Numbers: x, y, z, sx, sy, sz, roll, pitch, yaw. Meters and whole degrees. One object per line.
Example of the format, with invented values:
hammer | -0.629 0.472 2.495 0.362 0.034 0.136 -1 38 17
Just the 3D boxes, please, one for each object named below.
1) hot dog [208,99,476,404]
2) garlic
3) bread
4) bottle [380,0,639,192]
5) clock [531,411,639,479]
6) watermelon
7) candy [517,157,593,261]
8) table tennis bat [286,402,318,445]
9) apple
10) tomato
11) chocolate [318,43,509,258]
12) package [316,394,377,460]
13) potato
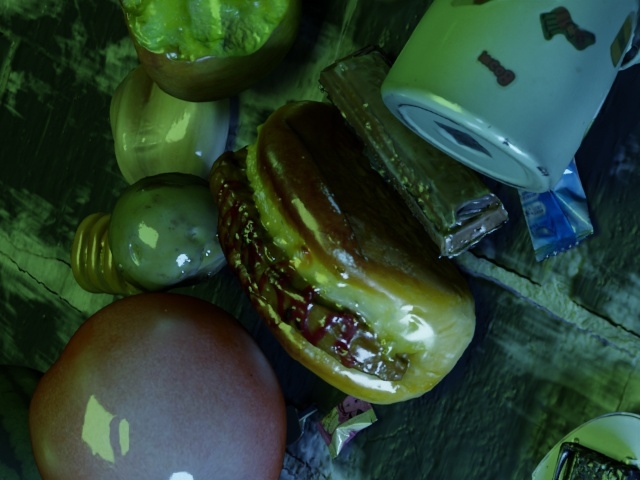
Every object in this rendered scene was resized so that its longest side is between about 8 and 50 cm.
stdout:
hot dog | -0.001 0.001 1.713 0.185 0.223 0.405 -50 52 24
garlic | -0.219 -0.159 2.047 0.217 0.110 0.228 -24 66 37
bread | -0.290 0.020 2.107 0.177 0.084 0.119 3 86 42
bottle | 0.236 -0.240 1.510 0.229 0.229 0.351 24 81 45
clock | 0.282 0.266 1.491 0.172 0.064 0.198 19 96 45
watermelon | -0.431 0.330 2.054 0.359 0.279 0.279 45 115 46
candy | 0.250 -0.052 1.595 0.088 0.038 0.136 -22 78 45
table tennis bat | -0.032 0.229 1.858 0.083 0.007 0.050 -40 56 36
apple | -0.143 -0.307 1.892 0.226 0.246 0.246 -21 60 -5
tomato | -0.195 0.236 1.797 0.321 0.321 0.321 -9 77 45
chocolate | 0.102 -0.118 1.708 0.102 0.065 0.329 -29 54 -6
package | 0.031 0.221 1.781 0.083 0.029 0.059 -44 46 19
potato | -0.191 -0.011 1.899 0.262 0.165 0.165 -103 28 -83
